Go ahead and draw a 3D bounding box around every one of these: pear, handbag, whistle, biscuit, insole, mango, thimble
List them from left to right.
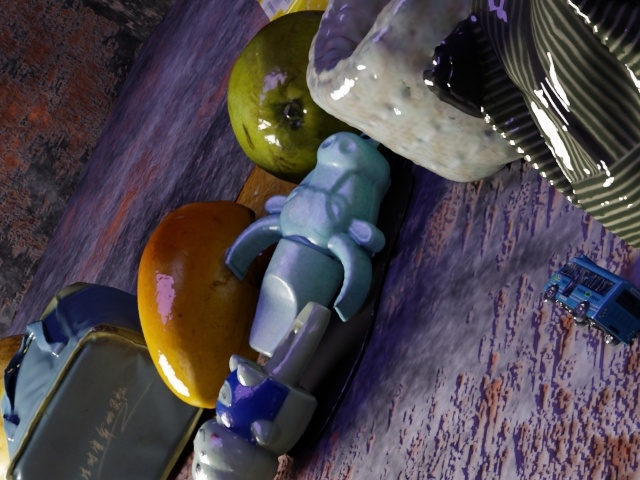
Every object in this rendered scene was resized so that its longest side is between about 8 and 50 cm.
[{"bbox_3d":[-0.279,0.202,1.571,0.263,0.222,0.241,-58,23,5],"label":"handbag"},{"bbox_3d":[-0.137,0.079,1.418,0.138,0.187,0.257,-8,31,9],"label":"mango"},{"bbox_3d":[-0.061,0.169,1.223,0.244,0.092,0.110,-62,16,0],"label":"whistle"},{"bbox_3d":[-0.060,-0.055,1.691,0.305,0.038,0.305,-51,20,26],"label":"biscuit"},{"bbox_3d":[-0.007,-0.168,1.457,0.212,0.212,0.269,-53,-5,18],"label":"pear"},{"bbox_3d":[0.000,0.000,1.333,0.186,0.093,0.273,18,79,42],"label":"whistle"},{"bbox_3d":[0.033,0.070,1.297,0.119,0.009,0.348,-29,35,54],"label":"insole"},{"bbox_3d":[0.135,-0.212,1.184,0.291,0.195,0.291,-51,20,27],"label":"thimble"},{"bbox_3d":[0.238,-0.181,0.800,0.340,0.240,0.247,-66,15,-16],"label":"handbag"}]

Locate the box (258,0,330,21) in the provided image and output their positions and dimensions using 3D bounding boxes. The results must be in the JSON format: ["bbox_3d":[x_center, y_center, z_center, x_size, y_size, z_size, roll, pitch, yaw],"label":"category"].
[{"bbox_3d":[0.016,-0.309,1.695,0.097,0.168,0.265,-57,16,13],"label":"box"}]

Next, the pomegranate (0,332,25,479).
[{"bbox_3d":[-0.463,0.276,1.915,0.260,0.260,0.260,-50,20,26],"label":"pomegranate"}]

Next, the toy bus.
[{"bbox_3d":[0.194,0.041,0.872,0.046,0.038,0.083,-54,20,1],"label":"toy bus"}]
